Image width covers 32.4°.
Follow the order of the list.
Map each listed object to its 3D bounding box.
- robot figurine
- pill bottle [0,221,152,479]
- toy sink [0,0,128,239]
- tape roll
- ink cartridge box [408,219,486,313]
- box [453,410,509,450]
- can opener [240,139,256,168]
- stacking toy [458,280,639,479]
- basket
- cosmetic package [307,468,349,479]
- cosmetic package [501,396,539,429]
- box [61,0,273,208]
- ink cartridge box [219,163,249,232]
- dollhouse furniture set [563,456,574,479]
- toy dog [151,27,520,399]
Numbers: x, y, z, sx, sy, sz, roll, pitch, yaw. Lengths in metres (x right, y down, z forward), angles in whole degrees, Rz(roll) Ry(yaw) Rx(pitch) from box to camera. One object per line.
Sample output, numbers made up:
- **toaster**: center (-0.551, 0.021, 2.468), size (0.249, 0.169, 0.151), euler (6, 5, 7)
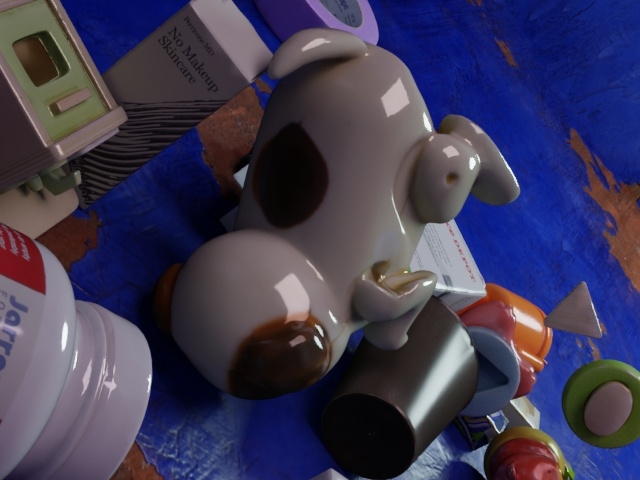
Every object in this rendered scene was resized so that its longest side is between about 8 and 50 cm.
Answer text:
- **robot figurine**: center (0.304, 0.146, 1.851), size (0.219, 0.158, 0.128), euler (27, 74, -42)
- **pill bottle**: center (-0.336, 0.064, 0.818), size (0.408, 0.229, 0.229), euler (31, 36, -38)
- **toy sink**: center (-0.302, -0.129, 1.137), size (0.234, 0.131, 0.153), euler (63, 27, -12)
- **tape roll**: center (-0.015, -0.441, 2.018), size (0.275, 0.090, 0.274), euler (39, 31, -30)
- **ink cartridge box**: center (0.105, 0.012, 1.685), size (0.289, 0.121, 0.211), euler (11, 51, -53)
- **box**: center (0.218, 0.235, 1.699), size (0.169, 0.054, 0.059), euler (56, 28, -1)
- **can opener**: center (-0.070, -0.126, 1.644), size (0.059, 0.073, 0.186), euler (17, 24, 10)
- **stacking toy**: center (0.316, 0.229, 1.576), size (0.309, 0.280, 0.130), euler (61, 15, -2)
- **basket**: center (0.102, 0.202, 1.454), size (0.227, 0.154, 0.204), euler (-45, 120, -57)
- **cosmetic package**: center (-0.009, 0.349, 1.078), size (0.151, 0.184, 0.151), euler (39, 32, -30)
- **cosmetic package**: center (0.312, 0.271, 1.822), size (0.115, 0.041, 0.060), euler (48, 29, -15)
- **box**: center (-0.191, -0.157, 1.232), size (0.113, 0.275, 0.094), euler (51, 28, -9)
- **ink cartridge box**: center (-0.067, -0.016, 1.509), size (0.180, 0.060, 0.104), euler (54, 28, -5)
- **dollhouse furniture set**: center (0.355, 0.373, 1.748), size (0.058, 0.076, 0.152), euler (59, 18, 1)
- **toy dog**: center (0.000, 0.000, 1.266), size (0.285, 0.408, 0.395), euler (27, -14, 25)
